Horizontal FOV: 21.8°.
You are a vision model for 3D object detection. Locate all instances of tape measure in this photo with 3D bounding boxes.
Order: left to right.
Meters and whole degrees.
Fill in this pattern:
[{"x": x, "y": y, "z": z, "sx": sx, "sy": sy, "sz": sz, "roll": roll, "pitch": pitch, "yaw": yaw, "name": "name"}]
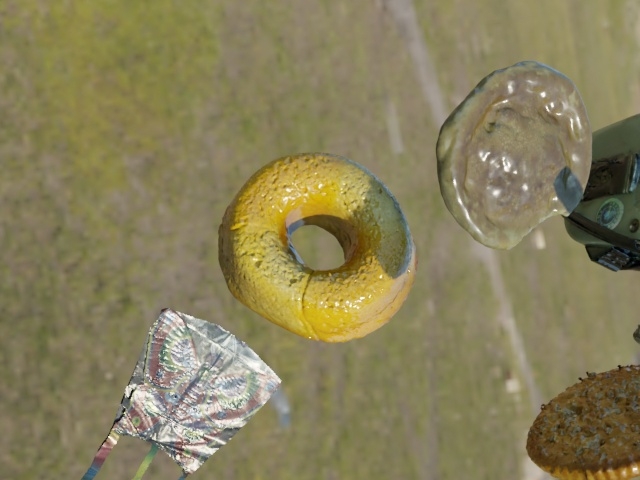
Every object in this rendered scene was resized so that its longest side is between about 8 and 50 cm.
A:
[{"x": 0.424, "y": -0.052, "z": 2.335, "sx": 0.115, "sy": 0.207, "sz": 0.235, "roll": 25, "pitch": 60, "yaw": -35, "name": "tape measure"}]

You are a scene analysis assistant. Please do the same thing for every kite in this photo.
[{"x": -0.170, "y": 0.211, "z": 1.671, "sx": 0.152, "sy": 0.285, "sz": 0.015, "roll": 36, "pitch": -5, "yaw": -22, "name": "kite"}]

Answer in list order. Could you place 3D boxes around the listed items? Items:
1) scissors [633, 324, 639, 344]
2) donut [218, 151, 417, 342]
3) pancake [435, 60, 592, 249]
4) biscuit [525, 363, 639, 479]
[{"x": 0.443, "y": 0.147, "z": 1.871, "sx": 0.138, "sy": 0.041, "sz": 0.289, "roll": 41, "pitch": -5, "yaw": -30, "name": "scissors"}, {"x": 0.000, "y": 0.000, "z": 2.433, "sx": 0.110, "sy": 0.303, "sz": 0.302, "roll": 103, "pitch": -17, "yaw": -70, "name": "donut"}, {"x": 0.236, "y": -0.100, "z": 1.967, "sx": 0.236, "sy": 0.042, "sz": 0.222, "roll": -8, "pitch": 102, "yaw": -33, "name": "pancake"}, {"x": 0.382, "y": 0.225, "z": 2.110, "sx": 0.254, "sy": 0.254, "sz": 0.035, "roll": -72, "pitch": 144, "yaw": -62, "name": "biscuit"}]
